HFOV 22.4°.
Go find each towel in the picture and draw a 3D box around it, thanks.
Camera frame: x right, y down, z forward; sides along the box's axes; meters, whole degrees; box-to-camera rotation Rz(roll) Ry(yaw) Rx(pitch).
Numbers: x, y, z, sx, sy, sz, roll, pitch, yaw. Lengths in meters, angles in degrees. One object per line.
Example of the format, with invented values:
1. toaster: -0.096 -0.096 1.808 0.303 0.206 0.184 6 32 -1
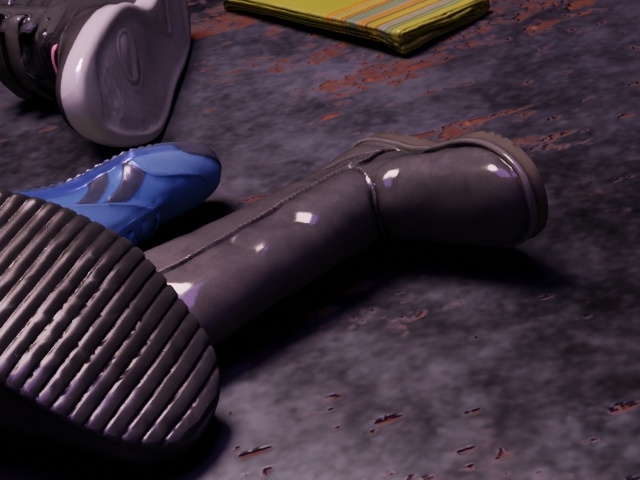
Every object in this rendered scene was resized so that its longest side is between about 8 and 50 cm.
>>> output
1. towel: 0.024 -0.197 1.342 0.102 0.021 0.237 -25 30 -33

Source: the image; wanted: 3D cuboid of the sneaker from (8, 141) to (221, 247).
1. sneaker: -0.145 0.000 1.020 0.209 0.069 0.082 -19 61 -30

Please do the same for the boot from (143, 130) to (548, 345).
1. boot: 0.001 0.002 0.931 0.208 0.076 0.189 -23 15 -32

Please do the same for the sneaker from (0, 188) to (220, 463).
1. sneaker: -0.205 0.048 0.897 0.330 0.146 0.122 27 45 14

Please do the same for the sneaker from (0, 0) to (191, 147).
1. sneaker: -0.194 -0.133 1.231 0.146 0.105 0.296 -9 23 10
